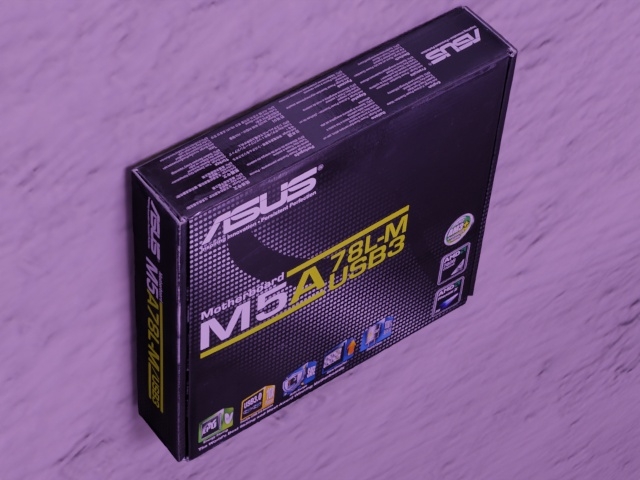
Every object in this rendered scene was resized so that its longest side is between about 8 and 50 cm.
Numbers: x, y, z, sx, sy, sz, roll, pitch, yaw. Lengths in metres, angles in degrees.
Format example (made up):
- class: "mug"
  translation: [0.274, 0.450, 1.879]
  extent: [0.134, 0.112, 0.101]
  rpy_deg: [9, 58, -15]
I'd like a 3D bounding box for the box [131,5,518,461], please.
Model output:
- class: "box"
  translation: [0.000, 0.000, 0.901]
  extent: [0.190, 0.045, 0.184]
  rpy_deg: [-28, 149, -26]
